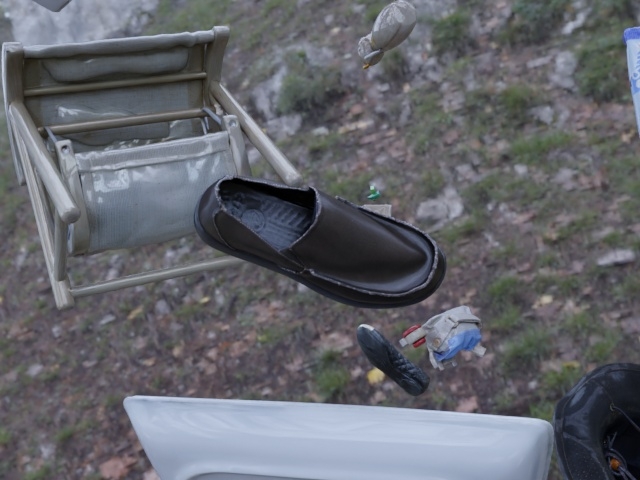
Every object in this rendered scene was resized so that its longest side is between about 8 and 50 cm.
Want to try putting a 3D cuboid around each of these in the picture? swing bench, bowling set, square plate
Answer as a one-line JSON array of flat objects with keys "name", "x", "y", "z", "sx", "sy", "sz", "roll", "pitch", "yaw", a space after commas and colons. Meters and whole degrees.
[{"name": "swing bench", "x": -0.192, "y": -0.091, "z": 0.975, "sx": 0.253, "sy": 0.254, "sz": 0.165, "roll": -11, "pitch": -34, "yaw": -25}, {"name": "bowling set", "x": 0.074, "y": -0.407, "z": 1.212, "sx": 0.287, "sy": 0.200, "sz": 0.154, "roll": -60, "pitch": 9, "yaw": -14}, {"name": "square plate", "x": 0.025, "y": 0.260, "z": 0.806, "sx": 0.347, "sy": 0.344, "sz": 0.049, "roll": 1, "pitch": 46, "yaw": 12}]

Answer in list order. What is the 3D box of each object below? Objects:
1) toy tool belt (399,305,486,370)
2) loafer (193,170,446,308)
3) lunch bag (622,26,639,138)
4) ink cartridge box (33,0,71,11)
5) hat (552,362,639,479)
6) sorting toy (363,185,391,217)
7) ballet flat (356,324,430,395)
[{"name": "toy tool belt", "x": 0.117, "y": 0.094, "z": 0.820, "sx": 0.083, "sy": 0.051, "sz": 0.052, "roll": -15, "pitch": -23, "yaw": -43}, {"name": "loafer", "x": 0.000, "y": 0.000, "z": 0.736, "sx": 0.220, "sy": 0.080, "sz": 0.078, "roll": 14, "pitch": -17, "yaw": -2}, {"name": "lunch bag", "x": 0.558, "y": -0.097, "z": 0.950, "sx": 0.385, "sy": 0.328, "sz": 0.239, "roll": -13, "pitch": -20, "yaw": 26}, {"name": "ink cartridge box", "x": -0.402, "y": -0.525, "z": 1.268, "sx": 0.129, "sy": 0.223, "sz": 0.307, "roll": -3, "pitch": 65, "yaw": 58}, {"name": "hat", "x": 0.406, "y": 0.319, "z": 1.122, "sx": 0.331, "sy": 0.331, "sz": 0.134, "roll": -37, "pitch": -20, "yaw": -49}, {"name": "sorting toy", "x": 0.079, "y": -0.033, "z": 1.213, "sx": 0.012, "sy": 0.083, "sz": 0.062, "roll": 2, "pitch": 0, "yaw": -35}, {"name": "ballet flat", "x": 0.133, "y": 0.221, "z": 1.659, "sx": 0.057, "sy": 0.173, "sz": 0.049, "roll": -44, "pitch": 1, "yaw": 40}]
